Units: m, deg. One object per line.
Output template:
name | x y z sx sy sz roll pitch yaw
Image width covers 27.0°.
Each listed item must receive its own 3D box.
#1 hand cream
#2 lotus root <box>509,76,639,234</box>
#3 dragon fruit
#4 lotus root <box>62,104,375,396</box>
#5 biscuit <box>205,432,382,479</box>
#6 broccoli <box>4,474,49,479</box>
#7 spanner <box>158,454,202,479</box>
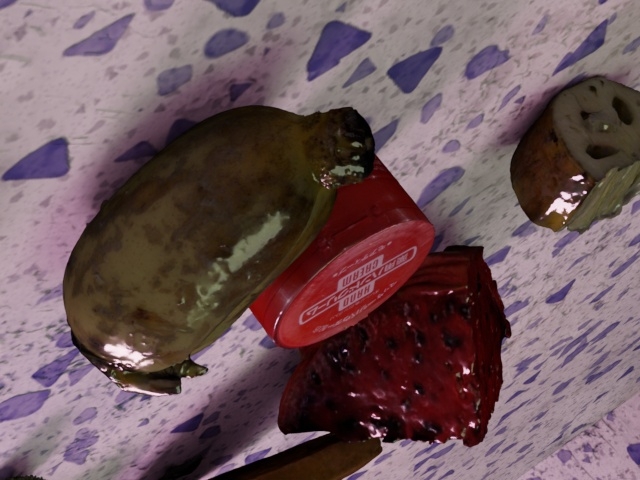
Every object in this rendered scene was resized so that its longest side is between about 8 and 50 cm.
hand cream | 0.000 0.000 1.270 0.193 0.125 0.193 -30 158 -13
lotus root | 0.312 -0.099 1.527 0.235 0.138 0.119 -15 155 -44
dragon fruit | 0.104 0.094 1.676 0.286 0.227 0.329 -5 -162 26
lotus root | -0.086 -0.009 1.089 0.309 0.173 0.173 -43 158 16
biscuit | -0.081 0.322 1.727 0.367 0.063 0.314 -26 173 37
broccoli | -0.324 0.298 1.440 0.097 0.092 0.095 -20 146 7
spanner | -0.243 0.343 1.756 0.208 0.012 0.046 -34 159 -6
